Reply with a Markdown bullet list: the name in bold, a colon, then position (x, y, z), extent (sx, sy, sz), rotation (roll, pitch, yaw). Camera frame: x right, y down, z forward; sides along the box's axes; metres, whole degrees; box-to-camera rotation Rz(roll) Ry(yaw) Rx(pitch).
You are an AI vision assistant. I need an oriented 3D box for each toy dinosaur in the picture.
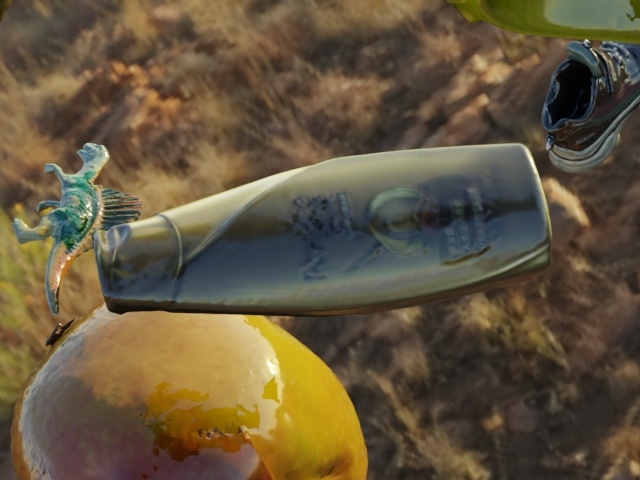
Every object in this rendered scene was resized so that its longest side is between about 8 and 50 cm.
- **toy dinosaur**: position (-0.197, -0.015, 1.123), extent (0.106, 0.044, 0.187), rotation (-20, 37, -15)

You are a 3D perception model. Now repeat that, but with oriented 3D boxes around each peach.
- **peach**: position (-0.128, 0.201, 1.349), extent (0.290, 0.372, 0.372), rotation (-54, 32, 5)

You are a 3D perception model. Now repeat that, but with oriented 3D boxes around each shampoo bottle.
- **shampoo bottle**: position (0.000, 0.000, 1.067), extent (0.350, 0.084, 0.125), rotation (-7, 70, -8)

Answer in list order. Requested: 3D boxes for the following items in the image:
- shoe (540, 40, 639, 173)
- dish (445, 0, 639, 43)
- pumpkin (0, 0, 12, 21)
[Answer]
- **shoe**: position (0.253, -0.150, 1.243), extent (0.071, 0.099, 0.169), rotation (31, 85, 39)
- **dish**: position (0.199, -0.198, 0.735), extent (0.262, 0.221, 0.108), rotation (-2, 72, -9)
- **pumpkin**: position (-0.252, -0.174, 0.691), extent (0.317, 0.139, 0.222), rotation (22, 88, 59)
